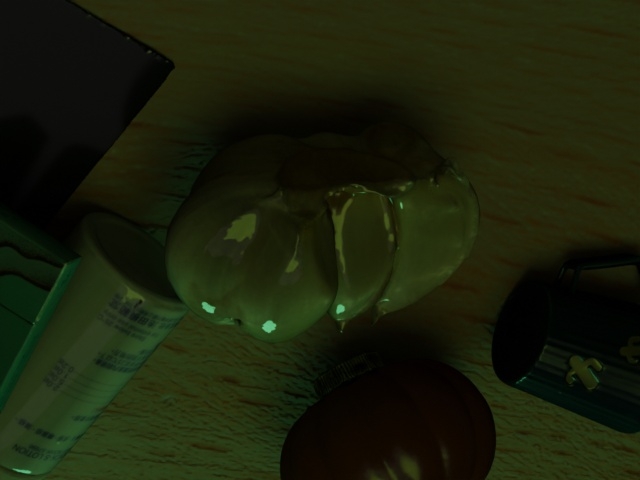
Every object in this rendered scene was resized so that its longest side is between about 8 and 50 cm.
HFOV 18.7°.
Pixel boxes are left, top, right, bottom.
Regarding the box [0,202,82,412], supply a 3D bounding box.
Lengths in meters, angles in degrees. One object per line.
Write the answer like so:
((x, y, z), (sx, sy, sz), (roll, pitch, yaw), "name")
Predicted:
((-0.328, 0.067, 1.709), (0.162, 0.041, 0.229), (33, 109, 9), "box")

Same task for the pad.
((-0.293, -0.089, 1.706), (0.202, 0.005, 0.300), (29, 112, -31), "pad")

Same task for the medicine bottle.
((-0.266, 0.137, 1.796), (0.130, 0.130, 0.341), (28, 112, -32), "medicine bottle")

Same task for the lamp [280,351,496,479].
((0.068, 0.210, 1.914), (0.223, 0.196, 0.223), (-27, 167, -7), "lamp")

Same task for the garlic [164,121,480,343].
((-0.014, -0.007, 1.754), (0.281, 0.185, 0.203), (-20, 133, -30), "garlic")

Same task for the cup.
((0.270, 0.093, 1.954), (0.155, 0.131, 0.176), (17, 88, -23), "cup")
